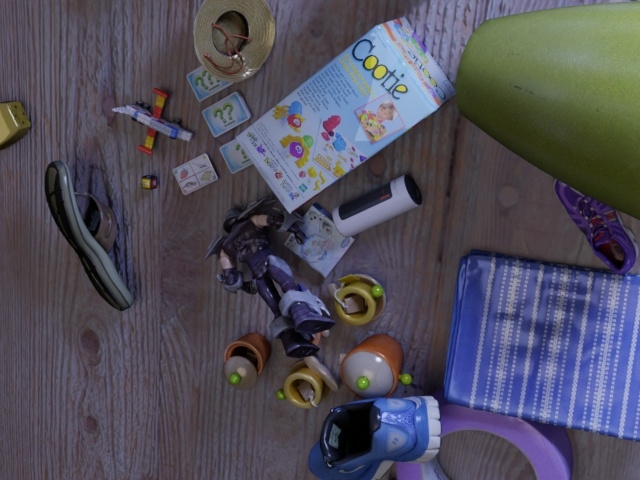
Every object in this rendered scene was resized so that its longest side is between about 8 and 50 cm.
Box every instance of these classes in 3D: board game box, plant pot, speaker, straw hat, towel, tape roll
[{"bbox_3d":[0.038,-0.184,1.280,0.275,0.142,0.144,-33,94,28],"label":"board game box"},{"bbox_3d":[0.334,-0.191,1.118,0.294,0.275,0.274,22,116,30],"label":"plant pot"},{"bbox_3d":[0.000,0.000,1.429,0.090,0.020,0.090,40,117,6],"label":"board game box"},{"bbox_3d":[0.089,-0.053,1.357,0.136,0.055,0.055,-24,98,27],"label":"speaker"},{"bbox_3d":[-0.144,-0.320,1.346,0.061,0.145,0.144,31,127,57],"label":"straw hat"},{"bbox_3d":[-0.566,-0.208,1.545,0.083,0.081,0.081,-21,100,15],"label":"plant pot"},{"bbox_3d":[0.358,0.154,1.289,0.336,0.040,0.243,8,89,19],"label":"towel"},{"bbox_3d":[0.266,0.367,1.419,0.275,0.090,0.274,7,110,20],"label":"tape roll"}]

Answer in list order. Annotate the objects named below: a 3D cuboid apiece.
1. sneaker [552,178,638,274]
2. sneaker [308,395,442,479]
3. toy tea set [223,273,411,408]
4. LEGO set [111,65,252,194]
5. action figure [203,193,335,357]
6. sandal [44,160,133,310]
[{"bbox_3d":[0.395,-0.027,1.238,0.068,0.071,0.170,-37,92,28],"label":"sneaker"},{"bbox_3d":[0.053,0.314,1.400,0.147,0.129,0.330,14,148,-22],"label":"sneaker"},{"bbox_3d":[-0.016,0.201,1.448,0.336,0.124,0.200,-27,97,27],"label":"toy tea set"},{"bbox_3d":[-0.227,-0.172,1.438,0.244,0.060,0.182,-23,95,27],"label":"LEGO set"},{"bbox_3d":[-0.085,0.050,1.409,0.185,0.099,0.285,-50,58,33],"label":"action figure"},{"bbox_3d":[-0.401,-0.014,1.548,0.120,0.086,0.302,23,141,53],"label":"sandal"}]
